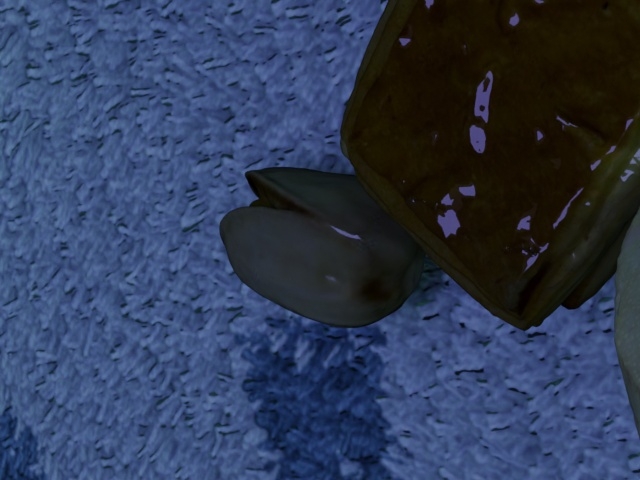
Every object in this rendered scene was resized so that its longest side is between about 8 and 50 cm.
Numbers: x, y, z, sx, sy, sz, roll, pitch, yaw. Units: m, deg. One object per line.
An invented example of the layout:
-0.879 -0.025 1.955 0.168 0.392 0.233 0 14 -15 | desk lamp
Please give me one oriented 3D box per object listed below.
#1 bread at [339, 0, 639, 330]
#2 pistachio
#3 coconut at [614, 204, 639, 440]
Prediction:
0.184 -0.122 1.369 0.277 0.167 0.324 47 120 33 | bread
0.000 0.000 1.578 0.206 0.131 0.129 17 66 38 | pistachio
0.341 0.056 1.180 0.353 0.353 0.352 9 104 40 | coconut
